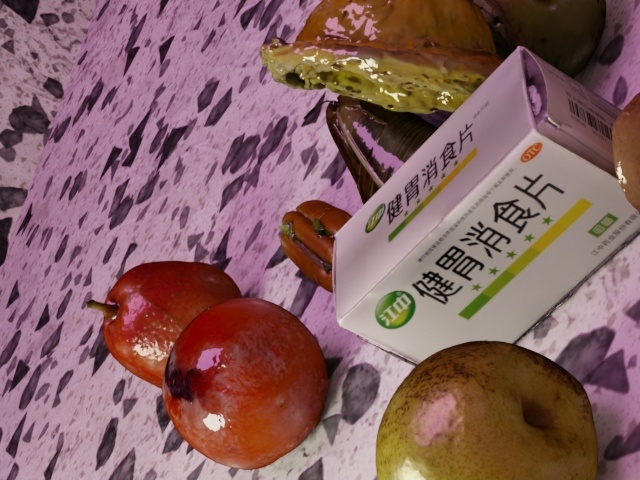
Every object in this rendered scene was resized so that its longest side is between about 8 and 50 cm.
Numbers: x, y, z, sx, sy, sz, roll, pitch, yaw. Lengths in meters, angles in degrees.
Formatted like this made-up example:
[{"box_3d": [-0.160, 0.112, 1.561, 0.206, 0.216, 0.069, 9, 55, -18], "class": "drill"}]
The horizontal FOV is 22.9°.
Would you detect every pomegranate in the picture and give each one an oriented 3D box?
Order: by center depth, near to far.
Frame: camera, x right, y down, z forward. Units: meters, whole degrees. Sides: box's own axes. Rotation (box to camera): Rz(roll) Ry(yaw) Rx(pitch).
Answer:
[{"box_3d": [0.239, -0.244, 1.772, 0.159, 0.241, 0.190, -33, 42, -18], "class": "pomegranate"}]

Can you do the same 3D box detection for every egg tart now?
[{"box_3d": [0.079, -0.200, 1.677, 0.288, 0.288, 0.118, -174, 90, -66], "class": "egg tart"}]

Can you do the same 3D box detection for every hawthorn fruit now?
[{"box_3d": [-0.229, 0.114, 2.241, 0.196, 0.225, 0.196, -43, 40, 50], "class": "hawthorn fruit"}]

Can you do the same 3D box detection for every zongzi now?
[{"box_3d": [0.064, -0.039, 1.832, 0.247, 0.111, 0.241, 35, 102, 29], "class": "zongzi"}]

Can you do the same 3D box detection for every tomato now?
[{"box_3d": [-0.097, 0.172, 1.939, 0.208, 0.184, 0.208, -48, 25, 30], "class": "tomato"}]

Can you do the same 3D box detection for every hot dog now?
[{"box_3d": [0.000, 0.000, 2.083, 0.100, 0.068, 0.249, -61, 22, 3], "class": "hot dog"}]

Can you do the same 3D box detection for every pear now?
[{"box_3d": [0.144, 0.190, 1.410, 0.197, 0.197, 0.197, -46, 27, 32], "class": "pear"}]

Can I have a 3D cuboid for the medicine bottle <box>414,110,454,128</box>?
[{"box_3d": [0.144, -0.176, 1.934, 0.168, 0.105, 0.105, -62, 23, -2], "class": "medicine bottle"}]

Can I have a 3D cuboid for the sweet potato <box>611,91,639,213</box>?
[{"box_3d": [0.364, -0.062, 1.317, 0.131, 0.131, 0.336, -62, 21, -1], "class": "sweet potato"}]

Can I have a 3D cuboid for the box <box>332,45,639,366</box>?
[{"box_3d": [0.175, -0.020, 1.595, 0.333, 0.173, 0.145, -46, 30, 32], "class": "box"}]
